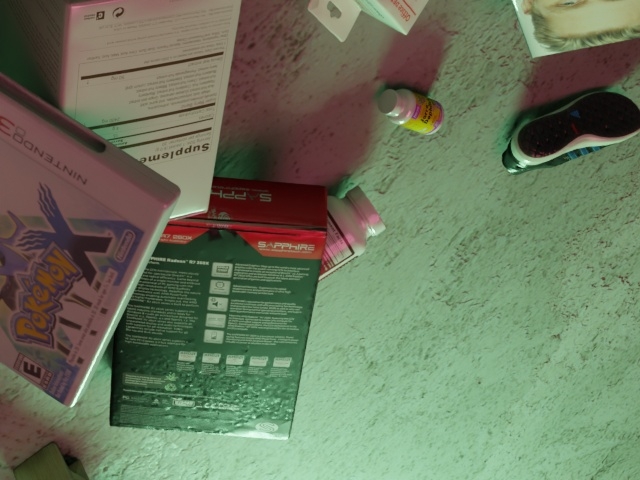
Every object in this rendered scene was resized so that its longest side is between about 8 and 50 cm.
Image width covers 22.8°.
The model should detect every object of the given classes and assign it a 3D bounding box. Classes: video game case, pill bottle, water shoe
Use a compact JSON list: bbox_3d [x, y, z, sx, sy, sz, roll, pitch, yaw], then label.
[{"bbox_3d":[-0.312,-0.017,1.521,0.036,0.300,0.329,-55,177,-46],"label":"video game case"},{"bbox_3d":[0.107,-0.155,1.893,0.083,0.043,0.043,14,122,-45],"label":"pill bottle"},{"bbox_3d":[0.000,0.000,1.952,0.152,0.086,0.086,-33,144,-1],"label":"pill bottle"},{"bbox_3d":[0.324,-0.140,2.073,0.203,0.073,0.080,-15,166,-24],"label":"water shoe"}]

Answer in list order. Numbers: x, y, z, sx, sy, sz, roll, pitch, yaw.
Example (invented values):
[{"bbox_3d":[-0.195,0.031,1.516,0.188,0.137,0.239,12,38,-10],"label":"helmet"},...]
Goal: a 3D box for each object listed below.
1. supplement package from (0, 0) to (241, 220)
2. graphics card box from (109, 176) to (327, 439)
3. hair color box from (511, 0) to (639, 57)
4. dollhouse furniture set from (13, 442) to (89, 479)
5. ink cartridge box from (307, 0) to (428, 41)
[{"bbox_3d":[-0.202,-0.170,1.531,0.175,0.177,0.293,-14,139,-26],"label":"supplement package"},{"bbox_3d":[-0.126,0.083,1.875,0.233,0.094,0.371,4,133,-5],"label":"graphics card box"},{"bbox_3d":[0.272,-0.335,1.683,0.174,0.105,0.347,-9,154,16],"label":"hair color box"},{"bbox_3d":[-0.372,0.532,2.126,0.394,0.256,0.362,-35,144,1],"label":"dollhouse furniture set"},{"bbox_3d":[0.079,-0.291,1.637,0.198,0.067,0.115,-57,154,1],"label":"ink cartridge box"}]
